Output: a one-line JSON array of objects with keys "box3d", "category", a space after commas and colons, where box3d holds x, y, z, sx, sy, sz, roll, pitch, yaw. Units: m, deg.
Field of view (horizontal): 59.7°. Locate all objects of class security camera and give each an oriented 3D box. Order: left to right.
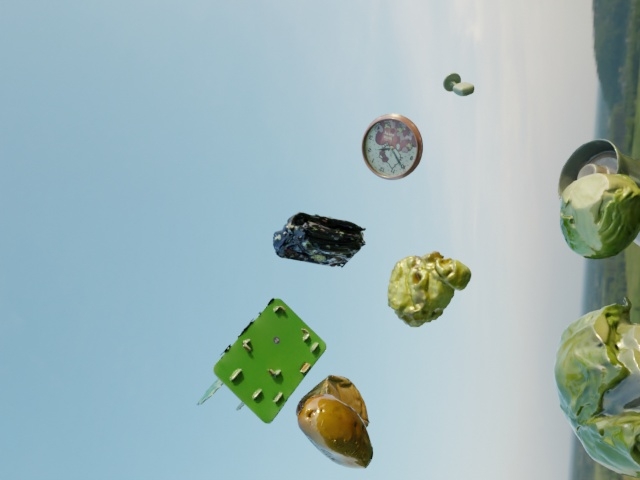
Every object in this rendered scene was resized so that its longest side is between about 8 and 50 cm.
[{"box3d": [0.381, -0.419, 1.530, 0.092, 0.058, 0.058, -114, 3, -50], "category": "security camera"}]

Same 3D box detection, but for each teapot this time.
[{"box3d": [0.834, -0.136, 1.500, 0.300, 0.344, 0.253, -104, 36, -58], "category": "teapot"}]

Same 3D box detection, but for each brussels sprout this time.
[{"box3d": [0.525, -0.044, 1.042, 0.181, 0.161, 0.143, 21, -143, -34], "category": "brussels sprout"}, {"box3d": [0.801, 0.398, 1.439, 0.425, 0.343, 0.361, -102, 12, -44], "category": "brussels sprout"}]

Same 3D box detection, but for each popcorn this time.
[{"box3d": [0.348, 0.144, 1.893, 0.286, 0.225, 0.174, -49, -30, 14], "category": "popcorn"}]

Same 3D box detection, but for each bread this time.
[{"box3d": [0.031, 0.556, 1.807, 0.204, 0.156, 0.288, 65, -164, 18], "category": "bread"}]

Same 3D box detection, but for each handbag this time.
[{"box3d": [0.000, 0.000, 1.553, 0.260, 0.162, 0.113, 11, -125, -28], "category": "handbag"}]

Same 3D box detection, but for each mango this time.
[{"box3d": [0.045, 0.513, 1.478, 0.248, 0.151, 0.156, 52, -173, -15], "category": "mango"}]

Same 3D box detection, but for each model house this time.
[{"box3d": [-0.209, 0.410, 1.738, 0.242, 0.313, 0.357, 42, -131, -3], "category": "model house"}]

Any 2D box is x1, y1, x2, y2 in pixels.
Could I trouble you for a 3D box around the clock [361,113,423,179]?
[{"box3d": [0.263, -0.344, 2.062, 0.056, 0.244, 0.244, -26, -63, -59], "category": "clock"}]
